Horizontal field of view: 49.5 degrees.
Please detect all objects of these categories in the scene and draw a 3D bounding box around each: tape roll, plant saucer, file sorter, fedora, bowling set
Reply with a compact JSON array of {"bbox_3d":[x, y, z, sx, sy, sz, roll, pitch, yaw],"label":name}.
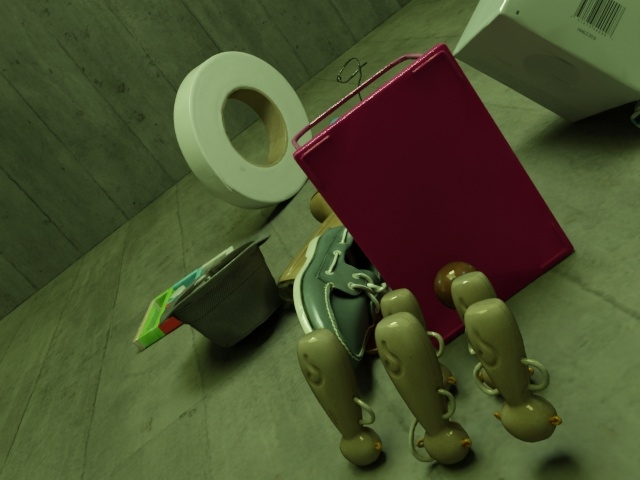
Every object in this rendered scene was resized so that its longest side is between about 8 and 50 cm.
[{"bbox_3d":[-0.178,-0.267,1.699,0.072,0.392,0.392,-17,28,43],"label":"tape roll"},{"bbox_3d":[0.088,0.120,0.922,0.083,0.013,0.083,-32,20,13],"label":"plant saucer"},{"bbox_3d":[0.124,-0.063,0.864,0.202,0.291,0.182,-36,17,3],"label":"file sorter"},{"bbox_3d":[-0.153,0.102,1.207,0.243,0.124,0.275,-41,8,-17],"label":"fedora"},{"bbox_3d":[0.138,0.118,0.702,0.199,0.154,0.287,-29,9,-40],"label":"bowling set"}]

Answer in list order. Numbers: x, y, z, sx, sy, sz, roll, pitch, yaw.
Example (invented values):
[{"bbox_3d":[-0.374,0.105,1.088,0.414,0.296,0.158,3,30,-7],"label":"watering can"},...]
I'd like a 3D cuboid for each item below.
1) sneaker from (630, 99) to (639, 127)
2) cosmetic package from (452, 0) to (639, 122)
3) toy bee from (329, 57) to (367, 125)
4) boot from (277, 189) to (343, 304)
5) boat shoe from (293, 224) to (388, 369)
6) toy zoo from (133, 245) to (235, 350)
[{"bbox_3d":[0.446,-0.191,0.922,0.083,0.071,0.191,-35,19,26],"label":"sneaker"},{"bbox_3d":[0.338,-0.290,0.976,0.138,0.224,0.224,-62,5,-2],"label":"cosmetic package"},{"bbox_3d":[0.114,-0.242,1.537,0.195,0.162,0.298,6,72,52],"label":"toy bee"},{"bbox_3d":[0.000,0.000,1.238,0.236,0.089,0.270,-18,30,53],"label":"boot"},{"bbox_3d":[0.037,0.061,0.945,0.099,0.116,0.319,-30,20,16],"label":"boat shoe"},{"bbox_3d":[-0.277,0.113,1.546,0.293,0.030,0.192,-33,20,14],"label":"toy zoo"}]
